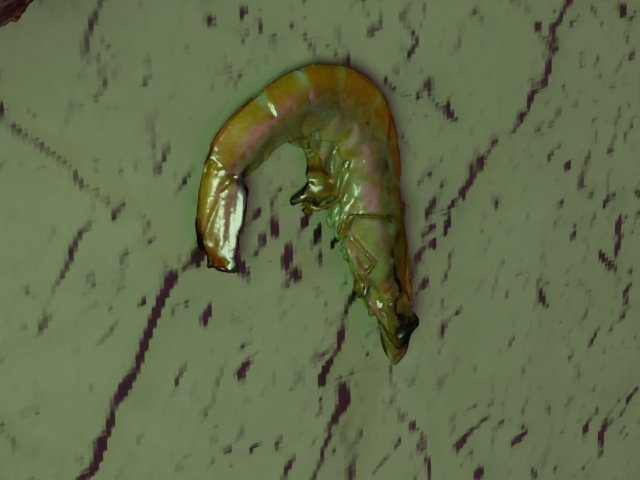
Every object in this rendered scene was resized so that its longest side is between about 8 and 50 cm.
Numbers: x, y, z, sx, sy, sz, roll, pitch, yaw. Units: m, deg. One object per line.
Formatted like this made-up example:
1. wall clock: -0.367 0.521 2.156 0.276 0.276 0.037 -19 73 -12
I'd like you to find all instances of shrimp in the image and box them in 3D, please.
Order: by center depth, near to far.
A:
1. shrimp: 0.000 0.000 0.689 0.091 0.025 0.127 -36 120 -27

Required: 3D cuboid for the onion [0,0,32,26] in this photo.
1. onion: -0.146 -0.102 0.445 0.195 0.159 0.159 -26 119 -27
